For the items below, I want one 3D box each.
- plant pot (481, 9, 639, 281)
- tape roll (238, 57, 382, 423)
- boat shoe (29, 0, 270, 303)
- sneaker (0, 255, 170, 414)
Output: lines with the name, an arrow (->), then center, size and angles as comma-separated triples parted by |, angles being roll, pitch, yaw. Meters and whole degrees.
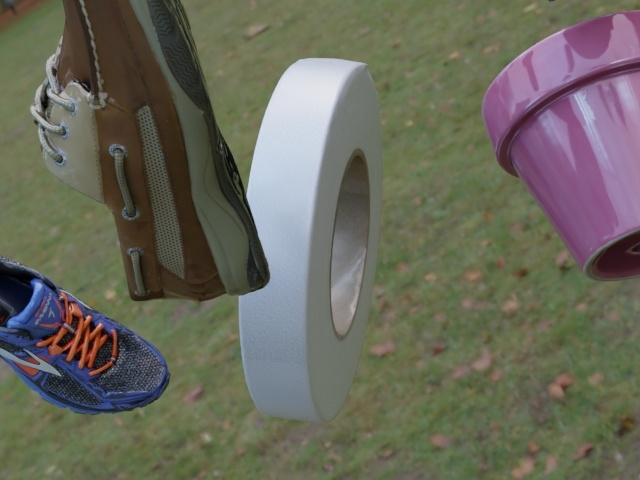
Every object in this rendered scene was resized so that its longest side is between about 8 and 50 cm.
plant pot -> 0.264, -0.071, 1.002 | 0.201, 0.201, 0.180 | -24, 64, 18
tape roll -> 0.000, 0.000, 1.228 | 0.072, 0.392, 0.392 | 6, 30, 13
boat shoe -> -0.126, -0.073, 0.737 | 0.119, 0.324, 0.123 | -18, 39, -1
sneaker -> -0.218, 0.070, 0.888 | 0.087, 0.221, 0.083 | -37, 30, 61
